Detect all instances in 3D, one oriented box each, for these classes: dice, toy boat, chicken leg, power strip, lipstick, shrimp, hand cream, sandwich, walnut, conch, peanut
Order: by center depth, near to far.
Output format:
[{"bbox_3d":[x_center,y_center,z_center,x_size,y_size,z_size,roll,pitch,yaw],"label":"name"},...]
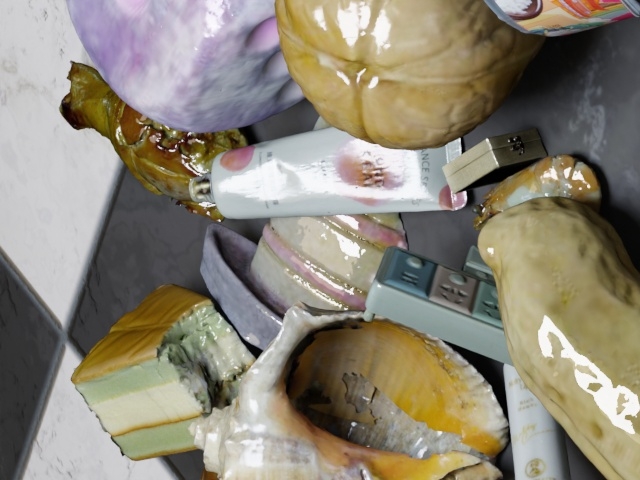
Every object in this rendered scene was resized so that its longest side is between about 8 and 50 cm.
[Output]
[{"bbox_3d":[0.295,0.105,1.614,0.387,0.192,0.169,51,170,25],"label":"peanut"},{"bbox_3d":[0.094,-0.235,1.659,0.252,0.313,0.277,-12,119,31],"label":"walnut"},{"bbox_3d":[0.229,0.233,1.723,0.059,0.059,0.264,-53,28,42],"label":"lipstick"},{"bbox_3d":[0.223,-0.038,1.763,0.184,0.043,0.091,-12,95,48],"label":"shrimp"},{"bbox_3d":[0.163,0.066,1.786,0.215,0.145,0.061,22,124,3],"label":"power strip"},{"bbox_3d":[-0.110,-0.301,1.884,0.270,0.271,0.270,58,136,18],"label":"dice"},{"bbox_3d":[0.028,0.194,1.899,0.210,0.352,0.297,-118,29,-63],"label":"conch"},{"bbox_3d":[0.002,-0.078,1.907,0.340,0.078,0.124,-7,87,25],"label":"hand cream"},{"bbox_3d":[-0.004,0.031,1.996,0.293,0.111,0.276,-44,75,34],"label":"toy boat"},{"bbox_3d":[-0.158,0.147,2.101,0.198,0.227,0.155,-19,113,38],"label":"sandwich"},{"bbox_3d":[-0.230,-0.166,2.158,0.361,0.140,0.212,33,133,33],"label":"chicken leg"}]

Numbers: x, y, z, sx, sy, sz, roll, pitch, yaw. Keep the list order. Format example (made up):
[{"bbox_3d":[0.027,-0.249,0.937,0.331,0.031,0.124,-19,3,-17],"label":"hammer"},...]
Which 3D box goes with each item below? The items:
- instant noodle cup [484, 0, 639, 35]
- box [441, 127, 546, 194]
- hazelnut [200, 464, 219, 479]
[{"bbox_3d":[0.238,-0.293,1.498,0.181,0.302,0.258,-19,119,43],"label":"instant noodle cup"},{"bbox_3d":[0.186,-0.085,1.763,0.083,0.079,0.035,-32,76,49],"label":"box"},{"bbox_3d":[-0.064,0.337,2.072,0.217,0.217,0.252,-8,87,49],"label":"hazelnut"}]
